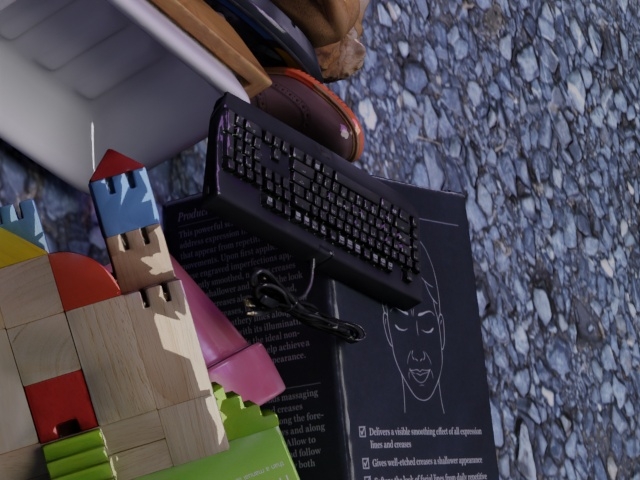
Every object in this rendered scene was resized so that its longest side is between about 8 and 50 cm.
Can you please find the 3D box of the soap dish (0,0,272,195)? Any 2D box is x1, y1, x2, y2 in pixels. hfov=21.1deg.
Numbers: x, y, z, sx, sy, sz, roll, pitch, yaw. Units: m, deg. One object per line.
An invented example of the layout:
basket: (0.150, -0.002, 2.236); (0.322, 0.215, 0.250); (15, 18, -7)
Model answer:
soap dish: (-0.222, -0.182, 1.589); (0.291, 0.229, 0.118); (38, 33, -44)

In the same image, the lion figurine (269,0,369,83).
lion figurine: (-0.024, -0.267, 1.871); (0.240, 0.142, 0.392); (58, 3, -10)

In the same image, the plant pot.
plant pot: (-0.162, 0.111, 1.612); (0.201, 0.201, 0.180); (-25, 85, -56)

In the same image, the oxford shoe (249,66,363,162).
oxford shoe: (-0.084, -0.129, 1.759); (0.098, 0.271, 0.097); (-40, 143, -45)

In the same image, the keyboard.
keyboard: (0.000, 0.000, 1.639); (0.317, 0.033, 0.201); (27, 59, -45)

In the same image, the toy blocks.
toy blocks: (-0.250, 0.083, 1.395); (0.191, 0.381, 0.261); (179, -105, -81)

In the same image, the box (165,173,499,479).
box: (0.018, 0.142, 1.831); (0.293, 0.212, 0.395); (10, 72, -54)

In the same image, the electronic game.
electronic game: (-0.092, -0.229, 1.808); (0.048, 0.229, 0.229); (-53, 131, -7)

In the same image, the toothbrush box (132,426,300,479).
toothbrush box: (-0.085, 0.336, 1.546); (0.122, 0.206, 0.283); (118, -48, -76)
